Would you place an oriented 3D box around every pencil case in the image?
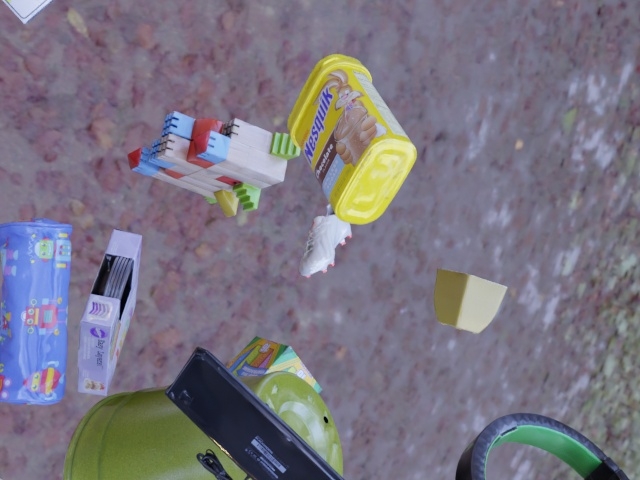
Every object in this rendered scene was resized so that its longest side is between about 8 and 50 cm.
[{"bbox_3d":[-0.470,0.116,1.405,0.119,0.133,0.306,4,89,-37],"label":"pencil case"}]

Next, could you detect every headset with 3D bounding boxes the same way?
[{"bbox_3d":[0.315,0.399,1.050,0.243,0.394,0.185,-12,142,-38],"label":"headset"}]

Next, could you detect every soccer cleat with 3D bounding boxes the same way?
[{"bbox_3d":[0.000,0.000,1.573,0.076,0.068,0.196,63,30,-17],"label":"soccer cleat"}]

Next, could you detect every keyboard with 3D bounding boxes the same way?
[{"bbox_3d":[-0.077,0.290,1.131,0.033,0.317,0.201,-39,171,-49],"label":"keyboard"}]

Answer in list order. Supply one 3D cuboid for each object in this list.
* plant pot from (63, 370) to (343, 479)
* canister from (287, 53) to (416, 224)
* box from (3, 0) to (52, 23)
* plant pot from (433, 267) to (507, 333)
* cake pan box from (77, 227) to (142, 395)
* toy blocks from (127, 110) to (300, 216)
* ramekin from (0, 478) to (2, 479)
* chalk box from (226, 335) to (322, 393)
[{"bbox_3d":[-0.165,0.381,1.443,0.366,0.353,0.366,40,37,-39],"label":"plant pot"},{"bbox_3d":[0.033,-0.116,0.995,0.073,0.170,0.126,8,127,-32],"label":"canister"},{"bbox_3d":[-0.489,-0.496,1.477,0.087,0.290,0.169,-33,115,18],"label":"box"},{"bbox_3d":[0.223,0.096,1.336,0.081,0.081,0.083,17,87,-30],"label":"plant pot"},{"bbox_3d":[-0.430,0.144,1.769,0.267,0.070,0.246,108,-9,-46],"label":"cake pan box"},{"bbox_3d":[-0.256,-0.191,1.927,0.261,0.381,0.191,19,73,-32],"label":"toy blocks"},{"bbox_3d":[-0.545,0.483,1.247,0.135,0.277,0.277,5,107,-12],"label":"ramekin"},{"bbox_3d":[-0.176,0.430,2.340,0.289,0.179,0.180,-47,119,-24],"label":"chalk box"}]
